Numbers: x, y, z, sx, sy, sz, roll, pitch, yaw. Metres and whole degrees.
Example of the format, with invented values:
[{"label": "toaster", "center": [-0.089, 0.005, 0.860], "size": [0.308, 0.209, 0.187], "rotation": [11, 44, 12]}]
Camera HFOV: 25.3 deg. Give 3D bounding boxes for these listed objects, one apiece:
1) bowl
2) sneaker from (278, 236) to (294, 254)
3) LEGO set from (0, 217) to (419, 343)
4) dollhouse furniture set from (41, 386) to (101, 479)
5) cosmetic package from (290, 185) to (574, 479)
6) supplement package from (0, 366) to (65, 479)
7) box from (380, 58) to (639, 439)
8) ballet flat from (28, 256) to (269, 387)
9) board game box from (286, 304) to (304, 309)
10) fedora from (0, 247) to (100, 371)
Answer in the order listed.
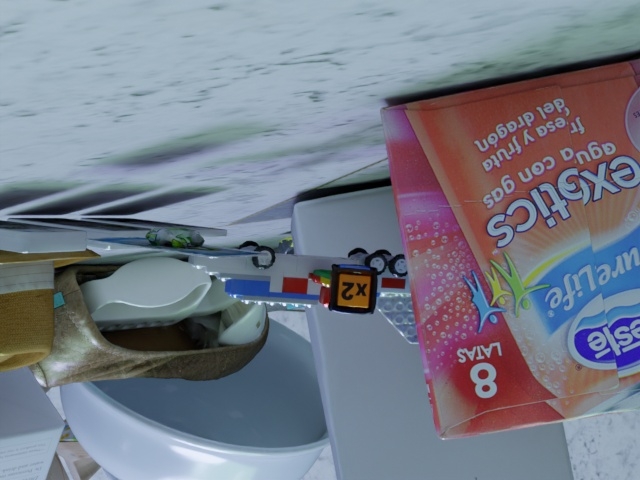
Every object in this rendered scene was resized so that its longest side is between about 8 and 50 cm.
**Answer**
[{"label": "bowl", "center": [-0.126, 0.168, 1.365], "size": [0.297, 0.134, 0.298], "rotation": [18, -159, -7]}, {"label": "sneaker", "center": [0.000, 0.000, 1.169], "size": [0.035, 0.031, 0.083], "rotation": [-23, -171, -38]}, {"label": "LEGO set", "center": [-0.059, 0.020, 0.744], "size": [0.244, 0.060, 0.182], "rotation": [6, -176, 29]}, {"label": "dollhouse furniture set", "center": [-0.445, 0.218, 1.454], "size": [0.362, 0.256, 0.394], "rotation": [-6, -156, 33]}, {"label": "cosmetic package", "center": [0.084, 0.154, 0.995], "size": [0.156, 0.385, 0.217], "rotation": [-11, 174, -2]}, {"label": "supplement package", "center": [-0.344, 0.203, 1.094], "size": [0.177, 0.175, 0.293], "rotation": [-5, 130, -41]}, {"label": "box", "center": [0.123, 0.011, 0.742], "size": [0.142, 0.154, 0.300], "rotation": [-10, 176, 7]}, {"label": "ballet flat", "center": [-0.126, 0.056, 1.232], "size": [0.124, 0.116, 0.342], "rotation": [-35, 158, 31]}, {"label": "board game box", "center": [0.074, 0.040, 1.673], "size": [0.160, 0.047, 0.210], "rotation": [-7, 176, -30]}, {"label": "fedora", "center": [-0.236, 0.051, 0.955], "size": [0.194, 0.079, 0.194], "rotation": [-9, 176, -1]}]
